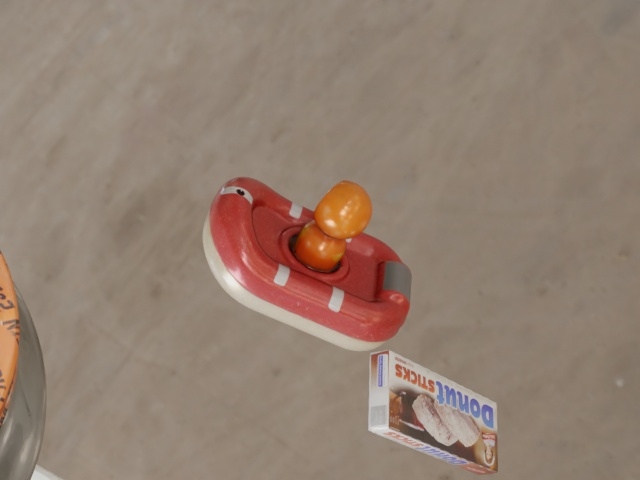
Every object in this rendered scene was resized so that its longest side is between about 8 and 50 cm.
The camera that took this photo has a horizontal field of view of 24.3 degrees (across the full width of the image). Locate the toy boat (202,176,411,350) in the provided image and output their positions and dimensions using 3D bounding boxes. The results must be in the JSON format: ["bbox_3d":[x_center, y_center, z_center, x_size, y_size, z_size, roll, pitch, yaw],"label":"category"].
[{"bbox_3d":[0.000,0.000,1.506,0.151,0.231,0.151,-82,19,-54],"label":"toy boat"}]

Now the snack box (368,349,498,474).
[{"bbox_3d":[0.095,0.144,1.220,0.022,0.178,0.064,-13,64,32],"label":"snack box"}]

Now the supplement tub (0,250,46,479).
[{"bbox_3d":[-0.228,0.095,0.651,0.193,0.194,0.316,-68,7,-30],"label":"supplement tub"}]

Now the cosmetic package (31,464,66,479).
[{"bbox_3d":[-0.112,0.378,1.203,0.230,0.453,0.161,-62,9,-14],"label":"cosmetic package"}]
